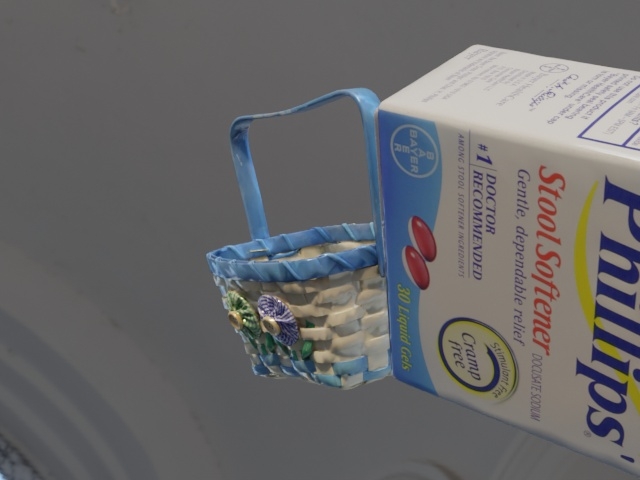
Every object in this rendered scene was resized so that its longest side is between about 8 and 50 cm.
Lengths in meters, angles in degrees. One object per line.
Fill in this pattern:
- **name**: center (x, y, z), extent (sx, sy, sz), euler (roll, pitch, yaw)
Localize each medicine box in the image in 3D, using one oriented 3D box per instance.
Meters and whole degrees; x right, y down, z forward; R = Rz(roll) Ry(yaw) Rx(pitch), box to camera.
- **medicine box**: center (0.204, 0.014, 0.783), extent (0.289, 0.149, 0.264), euler (18, -53, 35)

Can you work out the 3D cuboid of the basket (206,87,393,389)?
- **basket**: center (0.000, 0.000, 1.041), extent (0.201, 0.289, 0.254), euler (-9, 2, -32)
